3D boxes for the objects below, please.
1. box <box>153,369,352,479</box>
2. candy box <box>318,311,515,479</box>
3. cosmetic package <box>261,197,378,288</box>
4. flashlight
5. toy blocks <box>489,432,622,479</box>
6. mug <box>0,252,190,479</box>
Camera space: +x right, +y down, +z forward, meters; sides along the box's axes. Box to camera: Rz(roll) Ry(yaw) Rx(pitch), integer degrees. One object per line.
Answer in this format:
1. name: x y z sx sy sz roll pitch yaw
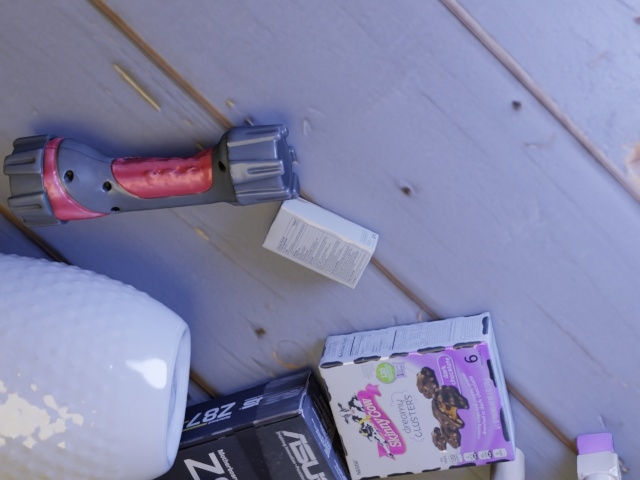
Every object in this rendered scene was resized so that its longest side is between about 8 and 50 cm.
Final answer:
1. box: -0.077 0.377 1.643 0.318 0.097 0.395 -18 113 17
2. candy box: 0.113 0.182 1.526 0.196 0.070 0.165 -10 114 14
3. cosmetic package: 0.000 0.000 1.471 0.115 0.041 0.060 27 118 -4
4. flashlight: -0.183 -0.077 1.433 0.304 0.103 0.103 -6 92 12
5. toy blocks: 0.349 0.385 1.481 0.309 0.260 0.289 -12 113 16
6. mug: -0.323 0.204 1.479 0.328 0.276 0.374 6 93 2
